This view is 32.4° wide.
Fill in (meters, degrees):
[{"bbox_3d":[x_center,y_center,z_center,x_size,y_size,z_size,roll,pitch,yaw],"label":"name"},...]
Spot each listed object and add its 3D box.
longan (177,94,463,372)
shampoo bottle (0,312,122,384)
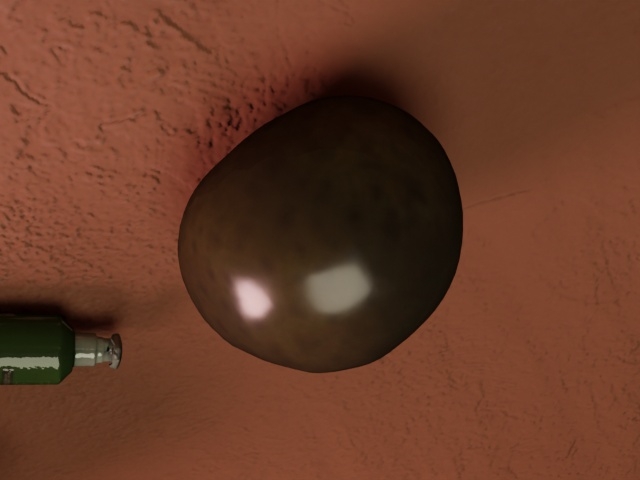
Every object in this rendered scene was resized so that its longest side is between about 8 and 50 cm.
[{"bbox_3d":[0.000,0.000,0.810,0.220,0.196,0.196,-27,133,15],"label":"longan"},{"bbox_3d":[-0.267,0.090,0.910,0.204,0.065,0.065,2,131,-17],"label":"shampoo bottle"}]
